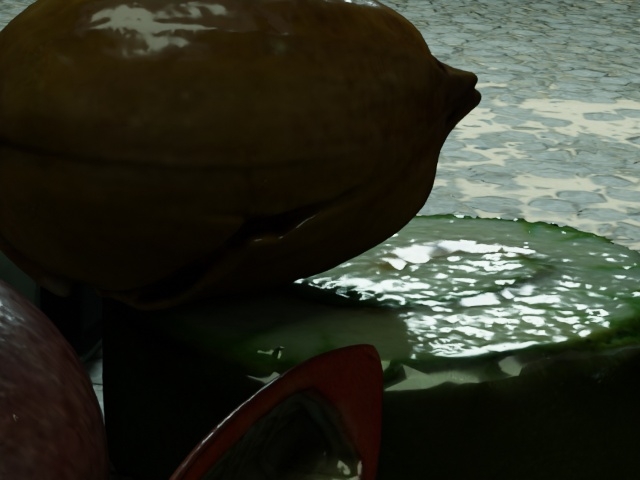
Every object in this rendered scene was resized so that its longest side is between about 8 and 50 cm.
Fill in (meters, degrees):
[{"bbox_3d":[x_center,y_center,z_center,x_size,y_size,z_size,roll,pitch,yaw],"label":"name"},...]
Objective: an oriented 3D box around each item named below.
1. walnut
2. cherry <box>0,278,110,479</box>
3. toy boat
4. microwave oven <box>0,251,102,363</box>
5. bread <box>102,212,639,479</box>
[{"bbox_3d":[-0.050,-0.066,1.142,0.336,0.209,0.209,-9,20,-22],"label":"walnut"},{"bbox_3d":[-0.220,0.125,0.868,0.261,0.221,0.307,-13,35,-23],"label":"cherry"},{"bbox_3d":[-0.047,0.165,0.888,0.079,0.136,0.392,-25,19,26],"label":"toy boat"},{"bbox_3d":[-0.253,-0.018,1.396,0.237,0.181,0.295,6,16,10],"label":"microwave oven"},{"bbox_3d":[0.039,0.077,1.232,0.366,0.129,0.382,-11,21,-34],"label":"bread"}]
